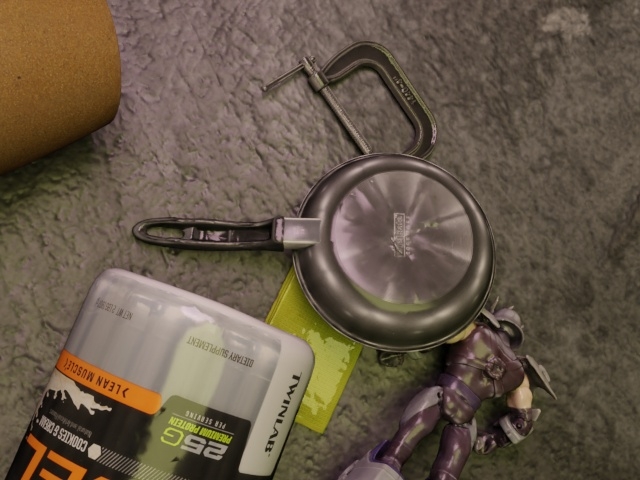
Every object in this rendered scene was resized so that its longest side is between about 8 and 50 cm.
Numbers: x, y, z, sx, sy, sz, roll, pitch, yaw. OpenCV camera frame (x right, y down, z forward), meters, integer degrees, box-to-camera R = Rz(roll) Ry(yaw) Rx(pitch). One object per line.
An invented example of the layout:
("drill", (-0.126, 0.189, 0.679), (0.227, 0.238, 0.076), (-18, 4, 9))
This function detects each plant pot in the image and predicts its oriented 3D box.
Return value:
("plant pot", (-0.292, -0.135, 0.561), (0.254, 0.237, 0.237), (-13, 90, -30))

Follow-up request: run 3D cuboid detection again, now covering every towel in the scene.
("towel", (0.012, 0.059, 0.724), (0.102, 0.021, 0.237), (28, 79, -12))

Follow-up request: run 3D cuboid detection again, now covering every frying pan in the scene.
("frying pan", (0.014, -0.024, 0.692), (0.326, 0.053, 0.197), (26, 70, 0))

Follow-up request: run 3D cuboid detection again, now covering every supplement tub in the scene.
("supplement tub", (-0.143, 0.197, 0.580), (0.193, 0.193, 0.316), (23, 80, -13))

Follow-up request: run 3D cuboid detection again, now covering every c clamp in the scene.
("c clamp", (0.040, -0.129, 0.749), (0.137, 0.022, 0.161), (-43, 96, -20))

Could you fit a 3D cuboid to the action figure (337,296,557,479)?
("action figure", (0.118, 0.164, 0.711), (0.185, 0.099, 0.285), (40, 63, -3))
